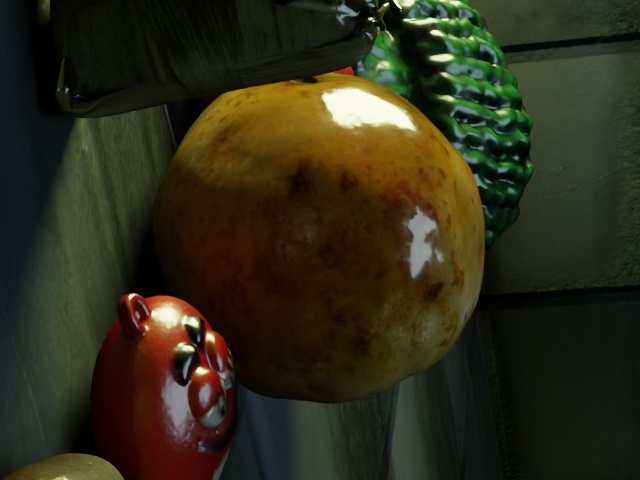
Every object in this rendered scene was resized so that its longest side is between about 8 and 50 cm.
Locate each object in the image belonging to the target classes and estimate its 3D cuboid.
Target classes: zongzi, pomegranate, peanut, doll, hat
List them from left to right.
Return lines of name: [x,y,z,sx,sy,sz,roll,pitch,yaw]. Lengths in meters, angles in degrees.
peanut: [-0.130,0.147,0.879,0.152,0.076,0.076,-2,88,-76]
doll: [-0.091,0.117,1.060,0.183,0.085,0.217,-76,167,-59]
zongzi: [-0.066,-0.185,1.002,0.094,0.205,0.204,-93,173,-78]
pomegranate: [0.000,0.000,1.189,0.248,0.248,0.248,-5,90,-79]
hat: [0.008,-0.097,1.416,0.332,0.242,0.274,3,58,-56]
